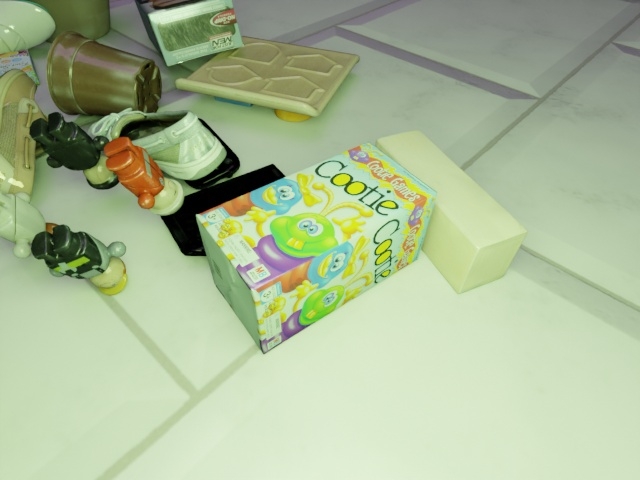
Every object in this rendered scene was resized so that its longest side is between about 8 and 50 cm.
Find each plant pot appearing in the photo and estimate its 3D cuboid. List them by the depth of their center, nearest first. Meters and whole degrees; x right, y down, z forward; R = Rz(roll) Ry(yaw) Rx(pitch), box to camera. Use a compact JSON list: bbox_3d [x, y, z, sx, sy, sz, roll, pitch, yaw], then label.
[{"bbox_3d":[-0.434,-0.328,0.868,0.165,0.166,0.166,12,47,-2],"label":"plant pot"},{"bbox_3d":[-0.712,-0.709,1.127,0.324,0.280,0.323,1,47,-1],"label":"plant pot"}]

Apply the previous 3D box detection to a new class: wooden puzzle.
[{"bbox_3d":[-0.106,-0.375,0.974,0.323,0.080,0.347,16,43,12],"label":"wooden puzzle"}]

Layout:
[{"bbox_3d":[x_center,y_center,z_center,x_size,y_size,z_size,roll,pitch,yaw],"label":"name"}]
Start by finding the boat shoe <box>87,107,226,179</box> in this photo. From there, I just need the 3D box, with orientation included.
[{"bbox_3d":[-0.303,-0.185,0.723,0.321,0.103,0.118,18,58,33],"label":"boat shoe"}]

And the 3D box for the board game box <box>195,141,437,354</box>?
[{"bbox_3d":[0.000,0.000,0.570,0.276,0.144,0.142,-28,54,-24],"label":"board game box"}]

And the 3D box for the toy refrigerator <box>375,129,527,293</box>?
[{"bbox_3d":[0.187,-0.058,0.660,0.094,0.102,0.269,-17,49,-17],"label":"toy refrigerator"}]

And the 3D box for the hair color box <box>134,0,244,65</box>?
[{"bbox_3d":[-0.345,-0.560,1.058,0.186,0.113,0.374,-22,41,-14],"label":"hair color box"}]

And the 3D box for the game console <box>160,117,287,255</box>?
[{"bbox_3d":[-0.202,-0.115,0.743,0.213,0.043,0.361,-26,52,-24],"label":"game console"}]

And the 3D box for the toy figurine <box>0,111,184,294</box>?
[{"bbox_3d":[-0.330,-0.050,0.592,0.213,0.148,0.209,20,72,18],"label":"toy figurine"}]

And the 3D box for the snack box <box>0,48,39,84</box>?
[{"bbox_3d":[-0.751,-0.413,1.013,0.100,0.037,0.141,-23,52,-20],"label":"snack box"}]

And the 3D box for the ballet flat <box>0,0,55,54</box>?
[{"bbox_3d":[-0.880,-0.514,1.061,0.401,0.139,0.139,-1,47,3],"label":"ballet flat"}]

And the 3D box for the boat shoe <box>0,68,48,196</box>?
[{"bbox_3d":[-0.565,-0.196,0.777,0.110,0.121,0.340,20,38,-37],"label":"boat shoe"}]
